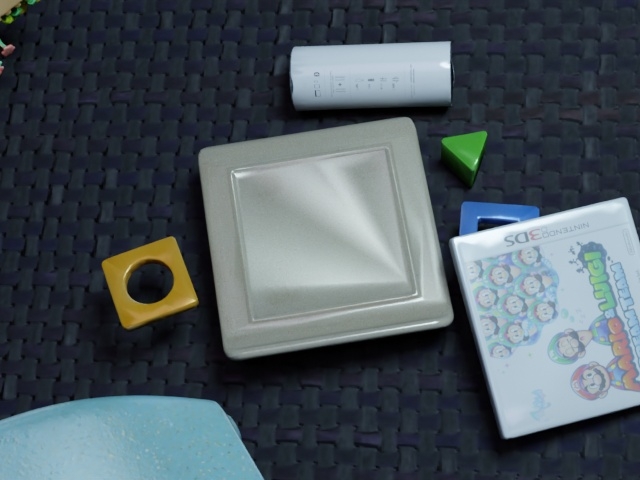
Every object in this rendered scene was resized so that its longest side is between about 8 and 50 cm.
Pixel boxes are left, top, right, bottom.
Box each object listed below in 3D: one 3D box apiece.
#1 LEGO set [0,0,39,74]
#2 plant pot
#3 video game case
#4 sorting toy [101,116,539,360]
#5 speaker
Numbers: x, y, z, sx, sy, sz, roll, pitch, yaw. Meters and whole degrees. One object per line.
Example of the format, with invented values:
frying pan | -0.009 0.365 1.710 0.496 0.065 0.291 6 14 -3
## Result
LEGO set | -0.354 -0.128 1.124 0.287 0.132 0.107 -22 76 -8
plant pot | -0.143 0.246 0.889 0.252 0.247 0.248 -26 67 -18
video game case | 0.185 0.058 0.995 0.143 0.019 0.157 -13 82 -7
sorting toy | 0.000 0.000 1.056 0.348 0.047 0.196 -9 64 -2
speaker | 0.045 -0.138 1.103 0.136 0.055 0.055 -1 69 8
